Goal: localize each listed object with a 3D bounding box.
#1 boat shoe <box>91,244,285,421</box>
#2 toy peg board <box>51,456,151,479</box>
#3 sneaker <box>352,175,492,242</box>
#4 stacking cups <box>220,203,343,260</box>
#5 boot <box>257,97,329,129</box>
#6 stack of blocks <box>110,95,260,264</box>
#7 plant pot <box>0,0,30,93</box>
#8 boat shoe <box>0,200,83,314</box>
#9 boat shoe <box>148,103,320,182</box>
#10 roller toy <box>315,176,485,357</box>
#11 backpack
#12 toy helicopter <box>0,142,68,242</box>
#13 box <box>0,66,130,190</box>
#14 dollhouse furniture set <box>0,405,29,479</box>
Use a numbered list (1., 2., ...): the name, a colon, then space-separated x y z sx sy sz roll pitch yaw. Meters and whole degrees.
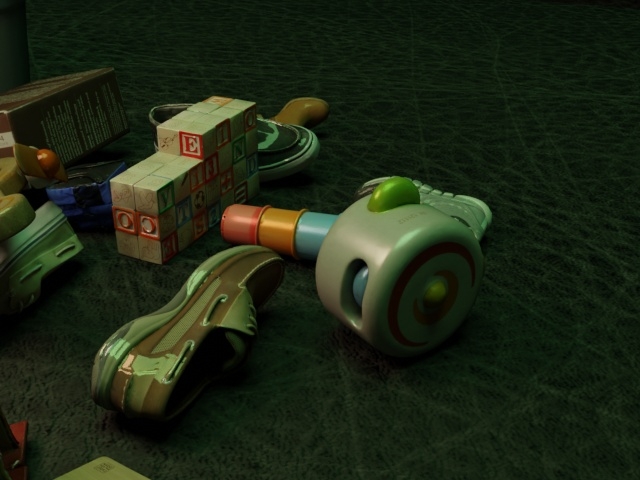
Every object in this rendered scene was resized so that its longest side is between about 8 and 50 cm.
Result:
1. boat shoe: -0.132 0.117 1.063 0.116 0.123 0.324 23 41 24
2. toy peg board: -0.202 0.288 0.792 0.161 0.079 0.161 18 17 29
3. sneaker: 0.149 -0.032 1.363 0.229 0.086 0.132 9 32 15
4. stacking cups: 0.000 0.000 1.304 0.316 0.096 0.096 6 29 18
5. boot: -0.054 -0.212 1.715 0.197 0.073 0.152 -18 35 -11
6. stack of blocks: -0.212 -0.107 1.408 0.087 0.171 0.297 13 31 23
7. plant pot: -0.758 -0.415 1.810 0.341 0.334 0.341 1 28 0
8. boat shoe: -0.425 0.050 1.190 0.109 0.094 0.302 -33 16 36
9. boat shoe: -0.170 -0.188 1.585 0.335 0.119 0.121 3 54 19
10. roller toy: 0.106 0.046 1.107 0.191 0.209 0.146 -50 43 -6
11. backpack: -0.380 -0.070 1.412 0.120 0.101 0.098 -4 21 11
12. toy helicopter: -0.444 -0.057 1.189 0.235 0.140 0.355 -30 24 -20
13. box: -0.509 -0.195 1.531 0.191 0.143 0.381 -6 18 17
14. dollhouse furniture set: -0.489 0.201 0.818 0.374 0.201 0.152 -14 31 -13
